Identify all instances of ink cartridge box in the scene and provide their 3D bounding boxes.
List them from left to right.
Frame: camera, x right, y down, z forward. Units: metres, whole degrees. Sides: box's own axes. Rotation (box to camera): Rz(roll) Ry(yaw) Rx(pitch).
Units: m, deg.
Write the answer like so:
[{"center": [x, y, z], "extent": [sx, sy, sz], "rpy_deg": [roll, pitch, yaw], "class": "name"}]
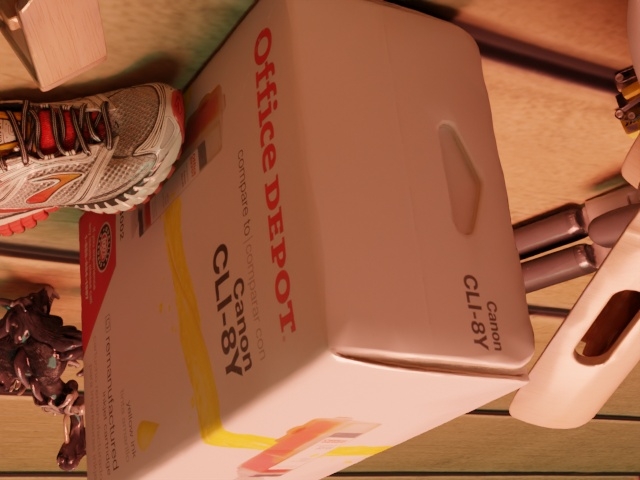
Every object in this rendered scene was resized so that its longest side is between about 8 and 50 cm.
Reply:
[{"center": [-0.042, 0.029, 0.814], "extent": [0.160, 0.279, 0.384], "rpy_deg": [9, 151, -31], "class": "ink cartridge box"}]

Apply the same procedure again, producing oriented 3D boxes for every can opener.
[{"center": [0.251, 0.000, 1.100], "extent": [0.280, 0.074, 0.093], "rpy_deg": [-23, 157, 35], "class": "can opener"}]

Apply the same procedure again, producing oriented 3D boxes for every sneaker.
[{"center": [-0.199, -0.063, 0.790], "extent": [0.225, 0.088, 0.092], "rpy_deg": [-18, 153, 21], "class": "sneaker"}]

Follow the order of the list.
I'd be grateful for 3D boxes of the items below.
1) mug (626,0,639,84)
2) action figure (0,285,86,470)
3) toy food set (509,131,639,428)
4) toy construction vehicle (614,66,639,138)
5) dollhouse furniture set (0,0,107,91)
[{"center": [0.312, -0.222, 0.434], "extent": [0.374, 0.276, 0.328], "rpy_deg": [-37, 150, -10], "class": "mug"}, {"center": [-0.274, 0.128, 1.146], "extent": [0.164, 0.141, 0.276], "rpy_deg": [-6, 131, 15], "class": "action figure"}, {"center": [0.224, -0.037, 0.725], "extent": [0.092, 0.306, 0.220], "rpy_deg": [30, 137, 10], "class": "toy food set"}, {"center": [0.289, -0.119, 0.890], "extent": [0.098, 0.035, 0.086], "rpy_deg": [-22, 153, 28], "class": "toy construction vehicle"}, {"center": [-0.241, -0.112, 0.521], "extent": [0.242, 0.212, 0.161], "rpy_deg": [-32, 164, -17], "class": "dollhouse furniture set"}]
